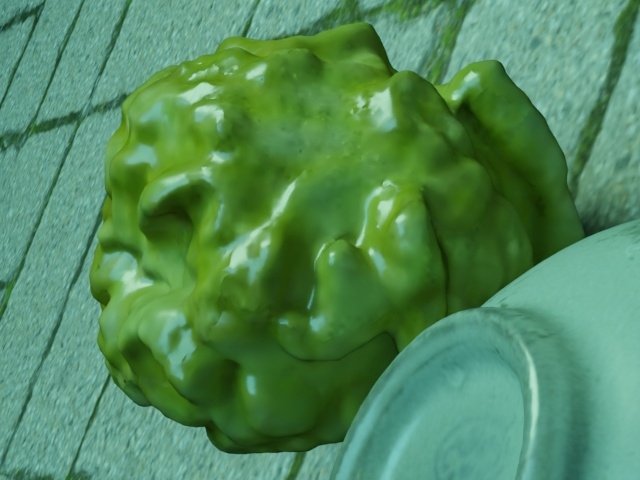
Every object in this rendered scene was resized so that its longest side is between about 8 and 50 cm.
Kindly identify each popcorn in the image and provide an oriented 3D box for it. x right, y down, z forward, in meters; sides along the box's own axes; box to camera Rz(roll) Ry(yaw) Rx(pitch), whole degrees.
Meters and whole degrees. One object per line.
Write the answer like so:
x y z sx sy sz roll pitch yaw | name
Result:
0.010 -0.001 0.724 0.235 0.216 0.181 -9 85 54 | popcorn

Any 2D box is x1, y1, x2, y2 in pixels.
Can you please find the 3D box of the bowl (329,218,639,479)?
0.087 0.098 0.513 0.313 0.146 0.313 -46 28 34 | bowl
